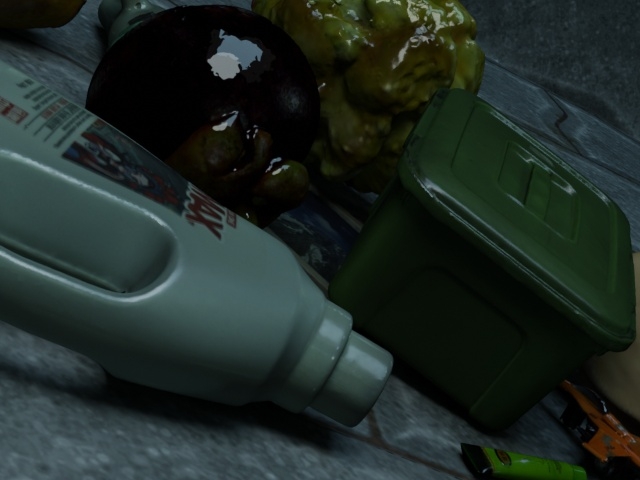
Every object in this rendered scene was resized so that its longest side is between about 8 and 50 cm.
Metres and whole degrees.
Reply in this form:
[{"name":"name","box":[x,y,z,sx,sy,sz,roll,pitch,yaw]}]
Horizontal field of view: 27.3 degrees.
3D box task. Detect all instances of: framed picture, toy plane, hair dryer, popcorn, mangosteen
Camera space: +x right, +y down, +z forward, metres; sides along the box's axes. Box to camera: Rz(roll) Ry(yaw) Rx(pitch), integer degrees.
[{"name":"framed picture","box":[0.000,0.000,1.331,0.281,0.019,0.209,41,21,29]},{"name":"toy plane","box":[0.265,0.180,1.228,0.135,0.062,0.188,10,13,-45]},{"name":"hair dryer","box":[-0.231,-0.307,1.512,0.092,0.267,0.229,-19,10,-15]},{"name":"popcorn","box":[0.038,-0.190,1.452,0.282,0.282,0.247,37,24,18]},{"name":"mangosteen","box":[-0.093,-0.084,1.167,0.211,0.211,0.250,4,58,-53]}]

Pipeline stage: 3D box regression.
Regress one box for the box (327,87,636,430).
[{"name":"box","box":[0.153,0.014,1.238,0.253,0.178,0.329,37,25,-1]}]

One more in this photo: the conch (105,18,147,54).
[{"name":"conch","box":[-0.139,-0.155,1.342,0.188,0.176,0.122,-14,69,-35]}]

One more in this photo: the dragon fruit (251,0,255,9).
[{"name":"dragon fruit","box":[0.027,-0.232,1.690,0.273,0.198,0.218,15,16,-41]}]

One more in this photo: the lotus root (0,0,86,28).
[{"name":"lotus root","box":[-0.329,-0.311,1.399,0.180,0.188,0.199,35,13,-24]}]

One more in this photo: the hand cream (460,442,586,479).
[{"name":"hand cream","box":[0.171,0.191,1.101,0.122,0.023,0.036,15,28,-30]}]

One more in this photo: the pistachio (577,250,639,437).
[{"name":"pistachio","box":[0.391,0.131,1.315,0.309,0.230,0.230,48,24,23]}]

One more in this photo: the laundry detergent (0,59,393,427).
[{"name":"laundry detergent","box":[-0.134,0.020,0.934,0.398,0.125,0.264,31,18,-6]}]
